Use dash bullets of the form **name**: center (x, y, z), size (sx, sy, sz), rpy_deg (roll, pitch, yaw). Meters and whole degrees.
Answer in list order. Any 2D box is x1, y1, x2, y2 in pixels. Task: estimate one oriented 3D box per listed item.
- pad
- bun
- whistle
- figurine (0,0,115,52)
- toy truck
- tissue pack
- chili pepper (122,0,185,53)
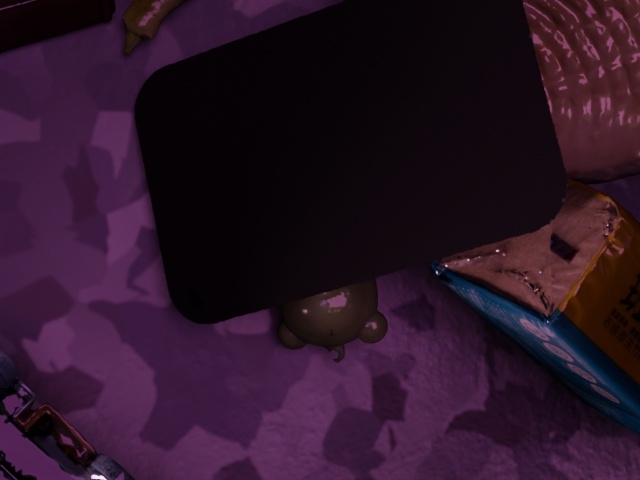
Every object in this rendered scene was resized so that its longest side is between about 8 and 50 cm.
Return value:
- **pad**: center (0.017, -0.112, 1.198), size (0.375, 0.063, 0.315), rpy_deg (-15, 79, 20)
- **bun**: center (0.227, -0.236, 1.226), size (0.364, 0.202, 0.364), rpy_deg (5, 109, 14)
- **whistle**: center (0.000, 0.000, 1.242), size (0.105, 0.085, 0.228), rpy_deg (-7, 92, 15)
- **figurine**: center (-0.269, -0.233, 1.210), size (0.154, 0.082, 0.098), rpy_deg (-17, 77, -11)
- **toy truck**: center (-0.245, 0.219, 1.145), size (0.305, 0.162, 0.136), rpy_deg (45, 69, -1)
- **tissue pack**: center (0.254, 0.066, 1.196), size (0.271, 0.192, 0.134), rpy_deg (40, 83, -33)
- **chili pepper**: center (-0.103, -0.244, 1.258), size (0.208, 0.043, 0.049), rpy_deg (-30, 67, -11)
